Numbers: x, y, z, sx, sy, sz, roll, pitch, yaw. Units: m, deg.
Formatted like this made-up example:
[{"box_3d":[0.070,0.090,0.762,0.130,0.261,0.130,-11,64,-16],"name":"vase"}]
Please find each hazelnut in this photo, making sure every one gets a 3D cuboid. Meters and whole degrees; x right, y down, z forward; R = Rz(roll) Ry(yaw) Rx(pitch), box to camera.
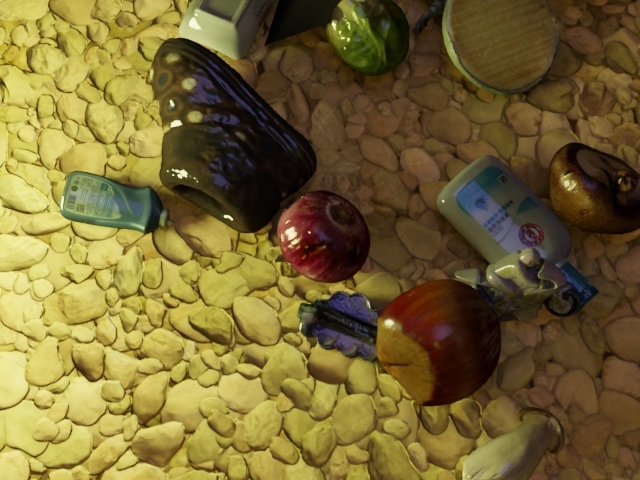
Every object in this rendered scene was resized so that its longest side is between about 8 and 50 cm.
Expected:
[{"box_3d":[0.209,0.175,1.659,0.181,0.181,0.212,-30,99,-48],"name":"hazelnut"}]

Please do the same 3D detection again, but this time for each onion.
[{"box_3d":[0.006,-0.005,1.726,0.177,0.153,0.177,4,51,-5],"name":"onion"}]

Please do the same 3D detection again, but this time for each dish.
[{"box_3d":[-0.183,-0.489,1.937,0.151,0.077,0.212,24,68,5],"name":"dish"}]

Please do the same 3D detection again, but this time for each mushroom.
[{"box_3d":[0.327,0.372,1.633,0.212,0.088,0.097,-38,44,-23],"name":"mushroom"},{"box_3d":[0.520,-0.091,1.796,0.231,0.194,0.138,16,109,-25],"name":"mushroom"}]

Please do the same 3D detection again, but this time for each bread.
[{"box_3d":[0.363,-0.423,1.935,0.267,0.040,0.267,2,84,-18],"name":"bread"}]

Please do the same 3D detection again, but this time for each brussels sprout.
[{"box_3d":[0.095,-0.420,1.896,0.161,0.144,0.180,-32,109,-8],"name":"brussels sprout"}]

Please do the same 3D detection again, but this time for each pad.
[{"box_3d":[-0.033,-0.463,1.905,0.004,0.190,0.127,34,62,-38],"name":"pad"}]

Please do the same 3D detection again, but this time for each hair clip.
[{"box_3d":[0.055,0.149,1.720,0.195,0.052,0.124,20,74,-2],"name":"hair clip"}]

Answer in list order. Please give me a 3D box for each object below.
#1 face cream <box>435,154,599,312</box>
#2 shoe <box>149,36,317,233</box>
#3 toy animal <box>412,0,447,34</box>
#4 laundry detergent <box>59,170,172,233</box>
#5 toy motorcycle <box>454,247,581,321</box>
[{"box_3d":[0.379,-0.003,1.786,0.163,0.080,0.336,-39,76,-14],"name":"face cream"},{"box_3d":[-0.211,-0.187,1.765,0.384,0.171,0.237,43,67,4],"name":"shoe"},{"box_3d":[0.234,-0.499,1.968,0.255,0.090,0.170,31,66,-13],"name":"toy animal"},{"box_3d":[-0.372,-0.064,1.762,0.206,0.061,0.096,13,66,1],"name":"laundry detergent"},{"box_3d":[0.352,0.077,1.704,0.225,0.152,0.073,0,36,12],"name":"toy motorcycle"}]
